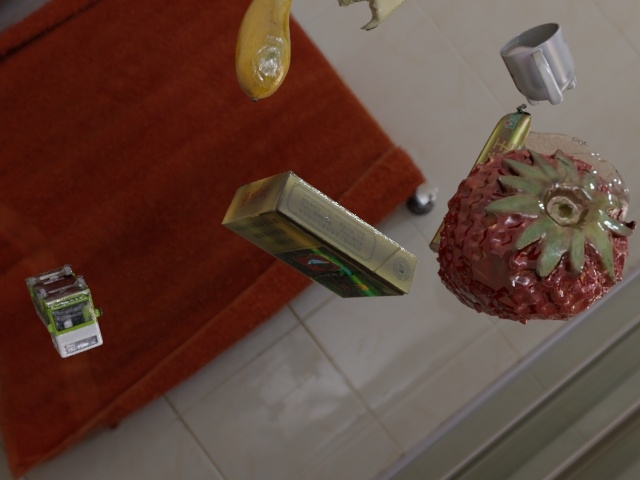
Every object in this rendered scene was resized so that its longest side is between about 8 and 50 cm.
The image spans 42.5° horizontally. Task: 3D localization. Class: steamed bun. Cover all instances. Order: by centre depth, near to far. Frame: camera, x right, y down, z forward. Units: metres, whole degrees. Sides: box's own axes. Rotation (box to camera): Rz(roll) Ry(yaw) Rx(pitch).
[{"bbox_3d":[0.549,-0.116,1.939,0.301,0.251,0.199,-111,-151,-47],"label":"steamed bun"}]

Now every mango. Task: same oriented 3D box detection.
[{"bbox_3d":[-0.085,-0.301,1.238,0.098,0.190,0.075,3,-7,41],"label":"mango"}]

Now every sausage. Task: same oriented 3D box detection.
[{"bbox_3d":[0.337,-0.127,1.657,0.082,0.372,0.082,28,-15,8],"label":"sausage"}]

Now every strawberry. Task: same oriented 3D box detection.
[{"bbox_3d":[0.223,0.011,0.946,0.205,0.205,0.244,52,-26,10],"label":"strawberry"}]

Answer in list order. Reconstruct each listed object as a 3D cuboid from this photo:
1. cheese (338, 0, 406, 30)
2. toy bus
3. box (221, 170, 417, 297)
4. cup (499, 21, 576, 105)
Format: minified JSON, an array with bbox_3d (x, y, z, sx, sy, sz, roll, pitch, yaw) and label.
[{"bbox_3d":[0.092,-0.480,1.368,0.127,0.233,0.266,37,4,-31],"label":"cheese"},{"bbox_3d":[-0.556,0.140,1.773,0.301,0.113,0.139,18,-57,62],"label":"toy bus"},{"bbox_3d":[0.000,0.000,1.157,0.240,0.071,0.159,33,-24,-25],"label":"box"},{"bbox_3d":[0.480,-0.365,1.739,0.142,0.134,0.173,59,-11,-23],"label":"cup"}]
